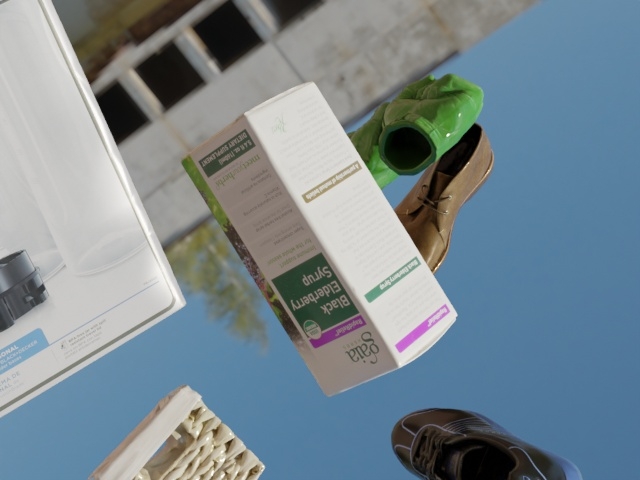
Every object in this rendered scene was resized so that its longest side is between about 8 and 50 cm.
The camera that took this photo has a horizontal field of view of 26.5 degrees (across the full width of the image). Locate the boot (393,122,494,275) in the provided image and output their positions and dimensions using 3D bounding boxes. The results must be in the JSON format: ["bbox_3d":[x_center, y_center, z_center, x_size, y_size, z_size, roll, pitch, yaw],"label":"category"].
[{"bbox_3d":[0.162,-0.051,2.064,0.305,0.112,0.115,-58,163,-15],"label":"boot"}]

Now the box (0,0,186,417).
[{"bbox_3d":[-0.207,-0.055,0.702,0.169,0.289,0.087,-30,-155,-21],"label":"box"}]

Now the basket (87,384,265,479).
[{"bbox_3d":[-0.128,0.203,1.189,0.113,0.103,0.167,-47,-179,-15],"label":"basket"}]

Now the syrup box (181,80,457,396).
[{"bbox_3d":[0.000,0.000,1.118,0.093,0.236,0.096,-29,-177,45],"label":"syrup box"}]

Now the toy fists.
[{"bbox_3d":[0.108,-0.142,1.825,0.142,0.096,0.279,-42,-174,-35],"label":"toy fists"}]

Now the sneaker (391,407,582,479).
[{"bbox_3d":[0.131,0.200,1.257,0.232,0.090,0.081,9,-96,52],"label":"sneaker"}]
